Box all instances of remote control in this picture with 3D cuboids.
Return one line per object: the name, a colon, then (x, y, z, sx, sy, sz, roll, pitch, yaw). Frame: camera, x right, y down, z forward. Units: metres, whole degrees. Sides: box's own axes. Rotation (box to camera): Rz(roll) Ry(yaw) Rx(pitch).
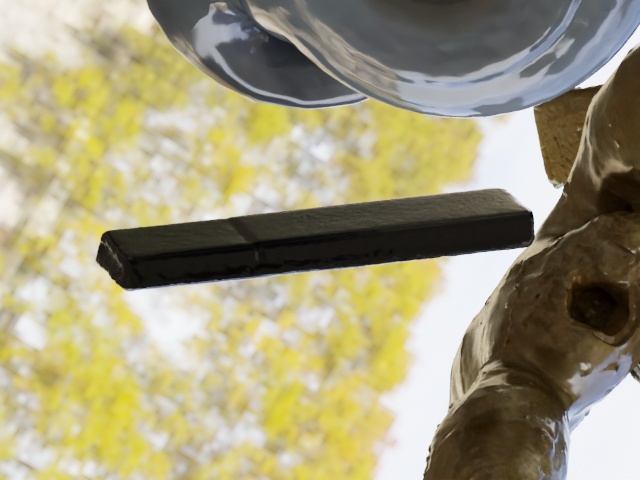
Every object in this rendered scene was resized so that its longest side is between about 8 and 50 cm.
remote control: (0.000, 0.000, 1.093, 0.063, 0.245, 0.025, -138, -134, -59)

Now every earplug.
earplug: (0.034, -0.166, 0.986, 0.175, 0.214, 0.325, -41, -160, -26)

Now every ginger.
ginger: (0.154, 0.032, 1.220, 0.348, 0.122, 0.363, 123, -12, -83)

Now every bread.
bread: (0.191, -0.077, 1.391, 0.083, 0.070, 0.035, -12, -175, 37)

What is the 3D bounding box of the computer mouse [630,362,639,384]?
computer mouse: (0.247, 0.074, 1.263, 0.231, 0.126, 0.071, -127, -135, -63)
